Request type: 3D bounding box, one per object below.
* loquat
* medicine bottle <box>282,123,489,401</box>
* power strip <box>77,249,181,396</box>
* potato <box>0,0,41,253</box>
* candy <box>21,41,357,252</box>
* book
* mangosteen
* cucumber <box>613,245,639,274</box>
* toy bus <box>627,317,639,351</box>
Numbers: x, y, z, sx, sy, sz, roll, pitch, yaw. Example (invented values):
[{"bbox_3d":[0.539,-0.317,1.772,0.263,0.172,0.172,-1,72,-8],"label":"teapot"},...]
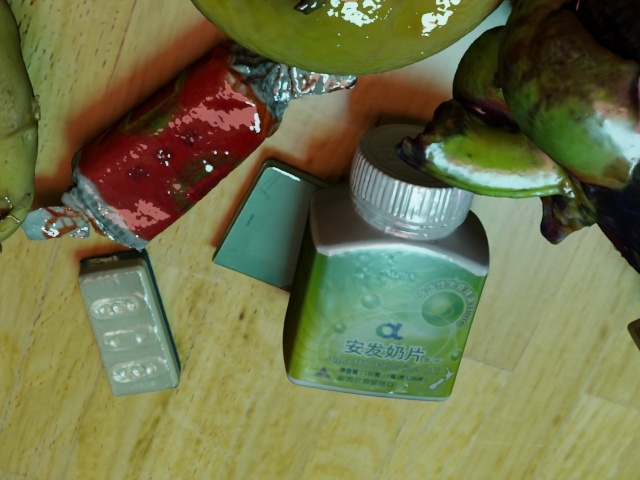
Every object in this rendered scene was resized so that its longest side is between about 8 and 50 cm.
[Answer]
[{"bbox_3d":[0.017,-0.210,0.882,0.244,0.244,0.244,1,122,1],"label":"loquat"},{"bbox_3d":[0.051,0.017,1.089,0.132,0.088,0.188,8,123,-7],"label":"medicine bottle"},{"bbox_3d":[-0.150,0.065,1.177,0.056,0.032,0.123,-9,120,6],"label":"power strip"},{"bbox_3d":[-0.288,-0.124,1.002,0.173,0.140,0.300,-21,113,22],"label":"potato"},{"bbox_3d":[-0.100,-0.069,1.078,0.292,0.059,0.086,-35,113,20],"label":"candy"},{"bbox_3d":[0.000,0.000,1.141,0.135,0.017,0.103,22,120,-15],"label":"book"},{"bbox_3d":[0.239,-0.085,0.898,0.360,0.306,0.306,-30,119,-10],"label":"mangosteen"},{"bbox_3d":[0.202,-0.058,1.085,0.044,0.043,0.256,-26,119,15],"label":"cucumber"},{"bbox_3d":[0.380,0.165,1.126,0.202,0.177,0.365,-23,118,5],"label":"toy bus"}]
